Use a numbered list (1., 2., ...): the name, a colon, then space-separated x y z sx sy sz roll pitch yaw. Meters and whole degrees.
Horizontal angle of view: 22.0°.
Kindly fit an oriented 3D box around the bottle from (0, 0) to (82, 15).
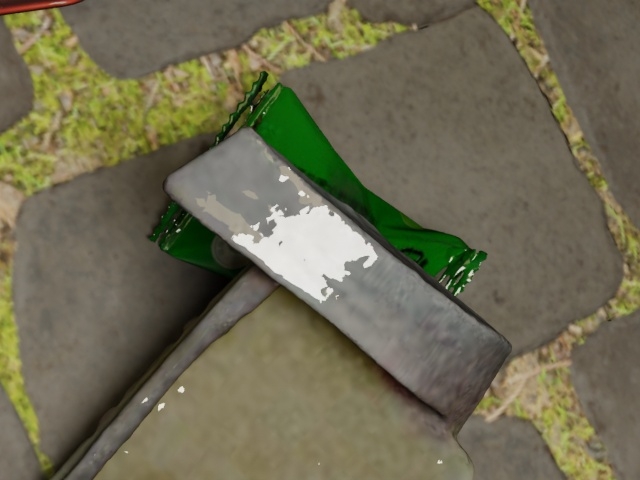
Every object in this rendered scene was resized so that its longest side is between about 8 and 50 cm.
1. bottle: -0.206 -0.176 1.078 0.164 0.060 0.060 -13 80 -30

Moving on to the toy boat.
1. toy boat: -0.019 0.097 1.032 0.276 0.111 0.294 22 101 -25

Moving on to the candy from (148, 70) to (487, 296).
1. candy: 0.002 -0.002 1.118 0.203 0.078 0.141 38 62 -7
